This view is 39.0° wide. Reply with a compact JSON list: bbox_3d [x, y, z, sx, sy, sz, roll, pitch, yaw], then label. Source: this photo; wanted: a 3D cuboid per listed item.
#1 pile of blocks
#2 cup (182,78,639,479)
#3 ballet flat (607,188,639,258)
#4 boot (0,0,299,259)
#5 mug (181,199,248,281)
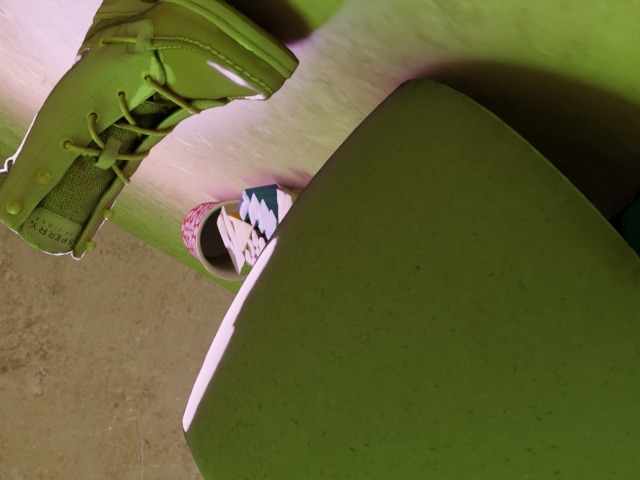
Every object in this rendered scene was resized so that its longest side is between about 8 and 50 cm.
[{"bbox_3d":[0.000,0.000,1.003,0.112,0.149,0.362,-12,-157,-25],"label":"pile of blocks"},{"bbox_3d":[0.057,0.103,0.559,0.331,0.237,0.331,53,176,6],"label":"cup"},{"bbox_3d":[0.201,0.012,0.505,0.077,0.091,0.241,0,174,0],"label":"ballet flat"},{"bbox_3d":[-0.139,-0.077,0.641,0.095,0.203,0.262,37,170,-38],"label":"boot"},{"bbox_3d":[-0.129,0.004,1.322,0.150,0.113,0.169,36,173,-19],"label":"mug"}]
